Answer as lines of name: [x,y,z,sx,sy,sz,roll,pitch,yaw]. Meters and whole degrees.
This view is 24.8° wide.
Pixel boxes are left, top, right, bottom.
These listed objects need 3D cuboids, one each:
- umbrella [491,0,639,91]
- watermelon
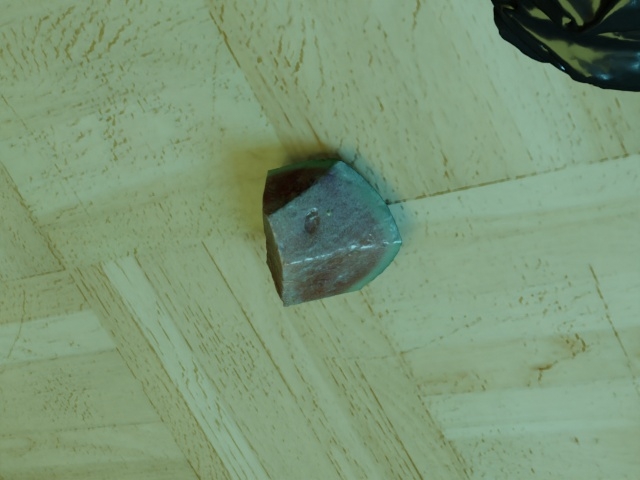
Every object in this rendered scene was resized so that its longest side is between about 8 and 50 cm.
umbrella: [0.218,-0.139,0.570,0.340,0.118,0.118,-10,117,36]
watermelon: [0.002,0.002,0.861,0.092,0.072,0.084,12,147,22]
